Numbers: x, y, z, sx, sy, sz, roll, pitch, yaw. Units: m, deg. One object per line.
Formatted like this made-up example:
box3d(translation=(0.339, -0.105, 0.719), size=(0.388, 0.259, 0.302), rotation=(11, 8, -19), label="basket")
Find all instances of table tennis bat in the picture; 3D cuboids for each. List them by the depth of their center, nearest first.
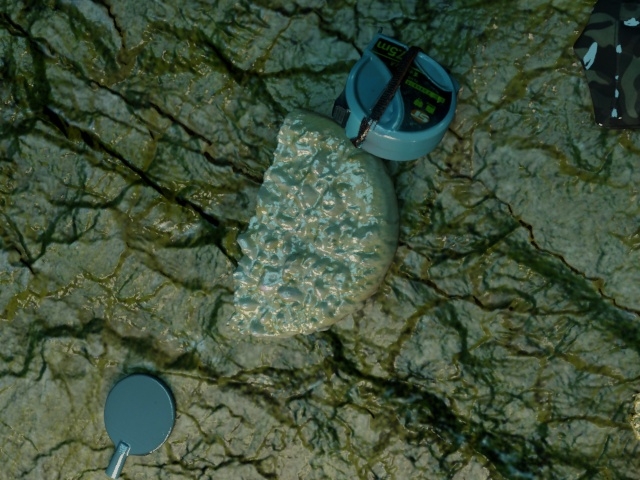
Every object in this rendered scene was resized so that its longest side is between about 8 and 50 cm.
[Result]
box3d(translation=(-0.248, 0.249, 1.241), size=(0.100, 0.019, 0.155), rotation=(27, 101, 11), label="table tennis bat")

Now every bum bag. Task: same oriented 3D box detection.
box3d(translation=(0.430, -0.164, 0.961), size=(0.340, 0.095, 0.144), rotation=(13, 85, 13), label="bum bag")

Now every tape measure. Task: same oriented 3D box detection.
box3d(translation=(0.089, -0.157, 1.047), size=(0.125, 0.081, 0.146), rotation=(29, 65, 4), label="tape measure")

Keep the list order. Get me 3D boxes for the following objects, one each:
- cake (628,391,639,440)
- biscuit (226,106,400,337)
box3d(translation=(0.447, 0.190, 1.028), size=(0.185, 0.116, 0.080), rotation=(-9, 90, 48), label="cake")
box3d(translation=(0.000, 0.000, 1.109), size=(0.179, 0.084, 0.281), rotation=(22, 104, 8), label="biscuit")
